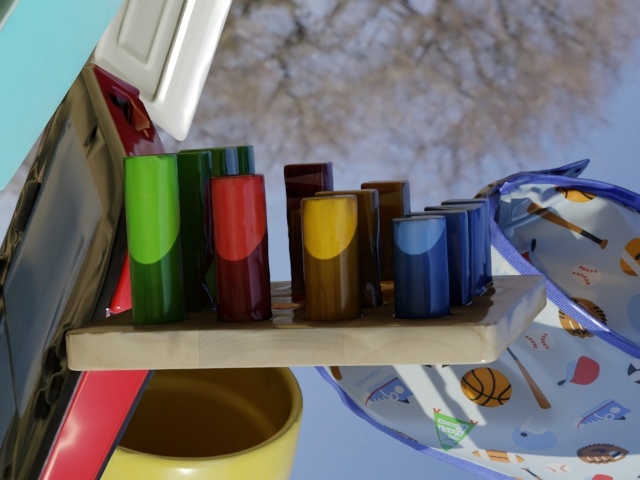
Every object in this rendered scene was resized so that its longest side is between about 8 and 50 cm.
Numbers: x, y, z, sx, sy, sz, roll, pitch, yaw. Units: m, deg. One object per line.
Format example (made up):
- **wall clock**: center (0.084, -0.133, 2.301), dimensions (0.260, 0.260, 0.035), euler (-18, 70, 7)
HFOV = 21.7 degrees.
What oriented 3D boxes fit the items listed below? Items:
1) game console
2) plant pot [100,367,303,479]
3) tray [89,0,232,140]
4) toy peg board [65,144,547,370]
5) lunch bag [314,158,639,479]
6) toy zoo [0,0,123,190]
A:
- **game console**: center (-0.193, 0.073, 1.123), dimensions (0.342, 0.060, 0.386), euler (-62, -160, 12)
- **plant pot**: center (-0.156, 0.243, 1.692), dimensions (0.254, 0.254, 0.239), euler (-95, -168, -60)
- **tray**: center (-0.141, -0.239, 1.524), dimensions (0.145, 0.030, 0.270), euler (37, -60, 31)
- **toy peg board**: center (0.000, 0.000, 0.669), dimensions (0.161, 0.161, 0.079), euler (-22, 109, -75)
- **lunch bag**: center (0.226, 0.090, 1.709), dimensions (0.328, 0.385, 0.239), euler (-42, -143, 45)
- **toy zoo**: center (-0.144, -0.054, 0.503), dimensions (0.293, 0.030, 0.192), euler (-57, -137, 5)
